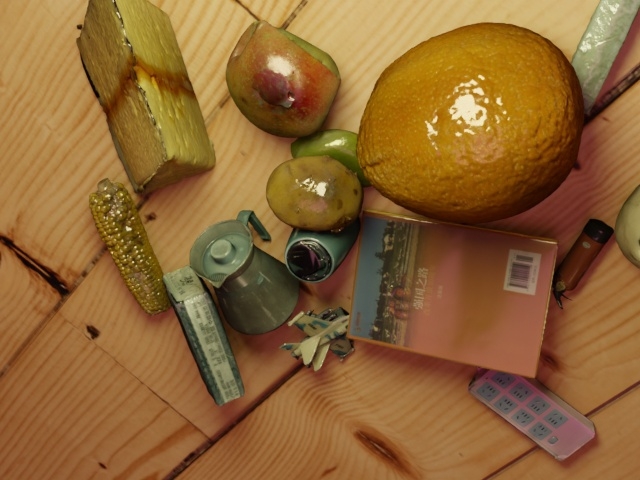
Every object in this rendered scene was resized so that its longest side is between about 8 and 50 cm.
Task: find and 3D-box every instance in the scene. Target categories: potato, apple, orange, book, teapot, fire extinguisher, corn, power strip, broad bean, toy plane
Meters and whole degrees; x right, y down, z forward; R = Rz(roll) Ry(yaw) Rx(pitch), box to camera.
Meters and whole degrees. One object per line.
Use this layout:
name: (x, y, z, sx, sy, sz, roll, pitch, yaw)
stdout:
potato: (-0.008, -0.083, 1.366, 0.176, 0.137, 0.137, 2, 118, -7)
apple: (-0.070, -0.278, 1.352, 0.188, 0.174, 0.207, 24, 166, -18)
orange: (0.232, -0.179, 1.229, 0.357, 0.322, 0.322, -12, 112, 30)
book: (0.241, 0.097, 1.463, 0.374, 0.028, 0.262, 10, 100, 20)
teapot: (-0.145, 0.059, 1.520, 0.171, 0.203, 0.225, 2, 148, 24)
fire extinguisher: (0.475, 0.045, 1.422, 0.062, 0.050, 0.177, 50, 130, 38)
corn: (-0.405, 0.017, 1.645, 0.097, 0.097, 0.320, -11, 114, 21)
power strip: (0.435, 0.345, 1.594, 0.279, 0.037, 0.109, 37, 119, -4)
broad bean: (0.031, -0.156, 1.436, 0.174, 0.082, 0.124, 2, 141, 8)
toy plane: (0.042, 0.170, 1.596, 0.262, 0.088, 0.192, -42, 130, 9)

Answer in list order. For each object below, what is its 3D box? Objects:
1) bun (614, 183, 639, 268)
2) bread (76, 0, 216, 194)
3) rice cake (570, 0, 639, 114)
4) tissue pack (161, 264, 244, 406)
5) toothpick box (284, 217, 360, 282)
bun: (0.622, -0.017, 1.306, 0.231, 0.133, 0.231, 7, 117, 15)
bread: (-0.352, -0.247, 1.369, 0.242, 0.405, 0.346, -15, 99, 11)
rice cake: (0.448, -0.310, 1.247, 0.069, 0.063, 0.206, 23, 119, 11)
tissue pack: (-0.247, 0.198, 1.639, 0.081, 0.185, 0.257, -23, 112, -14)
toothpick box: (0.000, 0.000, 1.463, 0.120, 0.184, 0.120, 7, 117, 14)
